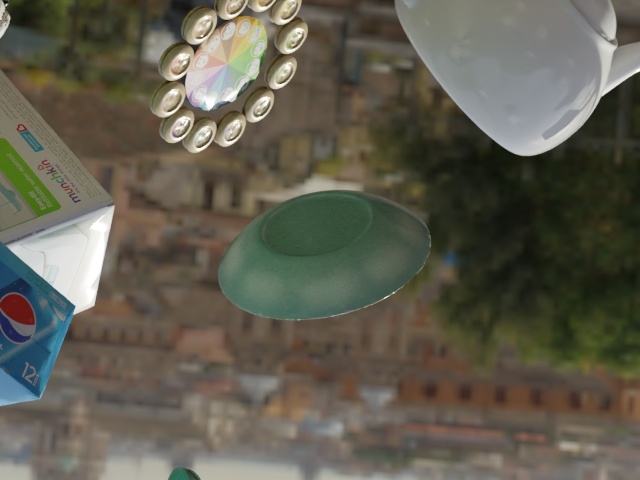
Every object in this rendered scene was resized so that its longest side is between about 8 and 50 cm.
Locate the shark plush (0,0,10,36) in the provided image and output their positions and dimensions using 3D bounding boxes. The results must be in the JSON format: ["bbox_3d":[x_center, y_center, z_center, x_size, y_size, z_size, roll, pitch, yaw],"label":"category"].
[{"bbox_3d":[-0.271,-0.150,1.202,0.161,0.073,0.067,15,168,19],"label":"shark plush"}]

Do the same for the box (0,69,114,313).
[{"bbox_3d":[-0.322,-0.037,1.359,0.231,0.262,0.127,-25,148,-33],"label":"box"}]

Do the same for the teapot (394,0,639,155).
[{"bbox_3d":[0.207,-0.225,1.864,0.187,0.252,0.256,-39,177,19],"label":"teapot"}]

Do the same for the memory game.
[{"bbox_3d":[-0.081,-0.161,1.706,0.012,0.186,0.186,39,-168,31],"label":"memory game"}]

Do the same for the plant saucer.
[{"bbox_3d":[0.000,0.000,1.657,0.195,0.037,0.195,-9,-147,6],"label":"plant saucer"}]

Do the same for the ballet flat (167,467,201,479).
[{"bbox_3d":[-0.168,0.362,1.997,0.087,0.247,0.083,-15,-149,-31],"label":"ballet flat"}]

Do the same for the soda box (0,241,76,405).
[{"bbox_3d":[-0.248,0.062,1.104,0.210,0.067,0.071,-12,137,39],"label":"soda box"}]
